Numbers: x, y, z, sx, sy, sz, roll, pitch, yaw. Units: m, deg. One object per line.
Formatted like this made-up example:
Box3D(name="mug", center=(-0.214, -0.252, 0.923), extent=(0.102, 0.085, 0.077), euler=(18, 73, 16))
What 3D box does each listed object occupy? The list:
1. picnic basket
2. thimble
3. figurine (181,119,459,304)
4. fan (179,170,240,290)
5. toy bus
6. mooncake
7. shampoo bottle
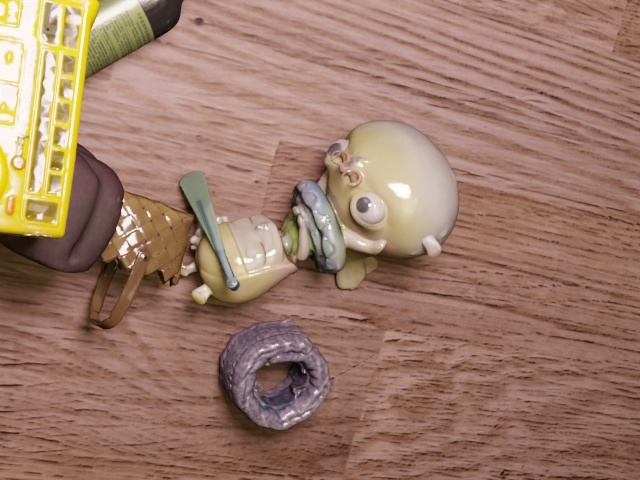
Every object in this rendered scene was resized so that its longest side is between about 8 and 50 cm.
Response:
Box3D(name="picnic basket", center=(-0.252, 0.031, 1.378), extent=(0.137, 0.128, 0.179), euler=(22, 79, -23))
Box3D(name="thimble", center=(-0.067, 0.191, 1.519), extent=(0.150, 0.098, 0.150), euler=(-7, 109, -20))
Box3D(name="figurine", center=(0.000, 0.000, 1.466), extent=(0.394, 0.227, 0.274), euler=(-22, 141, -8))
Box3D(name="fan", center=(-0.142, -0.015, 1.390), extent=(0.038, 0.193, 0.016), euler=(-29, 150, 6))
Box3D(name="toy bus", center=(-0.314, -0.167, 1.073), extent=(0.152, 0.144, 0.330), euler=(7, 88, -25))
Box3D(name="mooncake", center=(-0.350, -0.070, 1.248), extent=(0.245, 0.245, 0.133), euler=(30, 93, -27))
Box3D(name="shampoo bottle", center=(-0.251, -0.281, 1.303), extent=(0.284, 0.101, 0.101), euler=(-32, 115, -11))
